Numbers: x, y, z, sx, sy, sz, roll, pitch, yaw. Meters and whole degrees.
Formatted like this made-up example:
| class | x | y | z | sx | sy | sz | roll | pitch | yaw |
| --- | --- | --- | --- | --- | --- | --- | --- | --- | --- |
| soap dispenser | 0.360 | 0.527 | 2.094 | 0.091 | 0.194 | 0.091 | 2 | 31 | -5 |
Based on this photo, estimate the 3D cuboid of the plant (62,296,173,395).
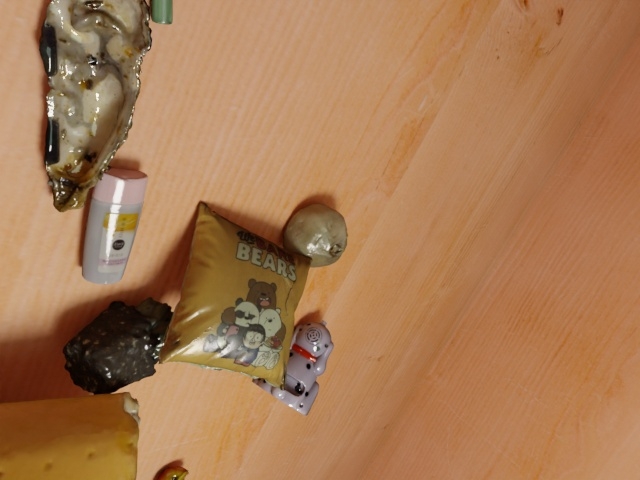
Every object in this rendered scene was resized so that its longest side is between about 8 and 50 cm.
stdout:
| class | x | y | z | sx | sy | sz | roll | pitch | yaw |
| --- | --- | --- | --- | --- | --- | --- | --- | --- | --- |
| plant | -0.362 | 0.193 | 0.876 | 0.194 | 0.129 | 0.132 | -33 | 144 | -54 |

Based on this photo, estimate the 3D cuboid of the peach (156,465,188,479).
| class | x | y | z | sx | sy | sz | roll | pitch | yaw |
| --- | --- | --- | --- | --- | --- | --- | --- | --- | --- |
| peach | -0.407 | 0.651 | 1.269 | 0.098 | 0.061 | 0.098 | -50 | 166 | -17 |

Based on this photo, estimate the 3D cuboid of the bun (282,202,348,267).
| class | x | y | z | sx | sy | sz | roll | pitch | yaw |
| --- | --- | --- | --- | --- | --- | --- | --- | --- | --- |
| bun | 0.000 | 0.000 | 1.143 | 0.173 | 0.113 | 0.167 | 11 | 110 | -49 |

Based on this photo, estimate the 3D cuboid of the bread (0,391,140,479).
| class | x | y | z | sx | sy | sz | roll | pitch | yaw |
| --- | --- | --- | --- | --- | --- | --- | --- | --- | --- |
| bread | -0.490 | 0.424 | 0.712 | 0.394 | 0.250 | 0.361 | 6 | 131 | -36 |

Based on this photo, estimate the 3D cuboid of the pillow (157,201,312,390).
| class | x | y | z | sx | sy | sz | roll | pitch | yaw |
| --- | --- | --- | --- | --- | --- | --- | --- | --- | --- |
| pillow | -0.155 | 0.124 | 0.956 | 0.310 | 0.119 | 0.312 | 26 | 65 | -36 |

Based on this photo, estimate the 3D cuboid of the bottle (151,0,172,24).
| class | x | y | z | sx | sy | sz | roll | pitch | yaw |
| --- | --- | --- | --- | --- | --- | --- | --- | --- | --- |
| bottle | -0.226 | -0.355 | 0.668 | 0.030 | 0.030 | 0.083 | -17 | 130 | -40 |

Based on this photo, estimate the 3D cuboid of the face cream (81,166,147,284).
| class | x | y | z | sx | sy | sz | roll | pitch | yaw |
| --- | --- | --- | --- | --- | --- | --- | --- | --- | --- |
| face cream | -0.346 | -0.023 | 0.783 | 0.084 | 0.057 | 0.198 | -4 | 122 | -48 |

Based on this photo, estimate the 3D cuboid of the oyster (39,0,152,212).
| class | x | y | z | sx | sy | sz | roll | pitch | yaw |
| --- | --- | --- | --- | --- | --- | --- | --- | --- | --- |
| oyster | -0.328 | -0.197 | 0.657 | 0.128 | 0.078 | 0.345 | 10 | 114 | -29 |

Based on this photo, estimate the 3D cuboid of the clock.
| class | x | y | z | sx | sy | sz | roll | pitch | yaw |
| --- | --- | --- | --- | --- | --- | --- | --- | --- | --- |
| clock | -0.055 | 0.344 | 1.347 | 0.254 | 0.188 | 0.189 | -58 | 147 | -21 |
